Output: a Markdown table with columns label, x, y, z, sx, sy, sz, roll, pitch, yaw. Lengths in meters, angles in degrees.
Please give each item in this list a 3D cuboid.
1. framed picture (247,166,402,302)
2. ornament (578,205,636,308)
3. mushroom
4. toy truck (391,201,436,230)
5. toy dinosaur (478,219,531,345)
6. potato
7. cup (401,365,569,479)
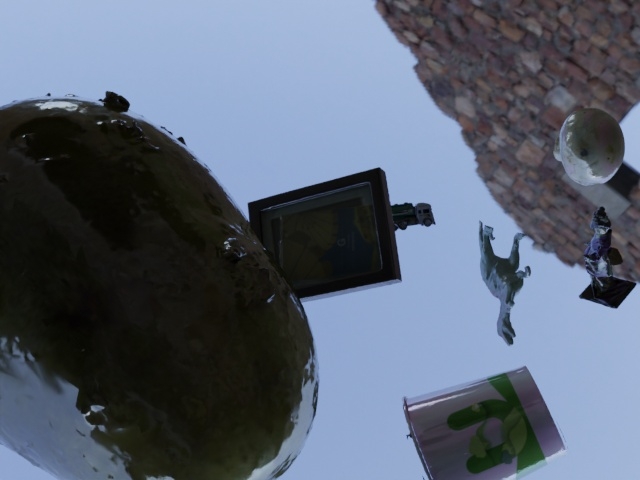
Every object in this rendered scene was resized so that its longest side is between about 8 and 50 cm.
| label | x | y | z | sx | sy | sz | roll | pitch | yaw |
| --- | --- | --- | --- | --- | --- | --- | --- | --- | --- |
| framed picture | 0.000 | 0.000 | 0.773 | 0.168 | 0.023 | 0.128 | -13 | -106 | 22 |
| ornament | 0.523 | 0.031 | 1.298 | 0.088 | 0.203 | 0.081 | 19 | -124 | 45 |
| mushroom | 0.291 | -0.102 | 0.752 | 0.083 | 0.067 | 0.084 | -5 | -82 | -39 |
| toy truck | 0.135 | -0.038 | 1.076 | 0.083 | 0.039 | 0.044 | -8 | -85 | 2 |
| toy dinosaur | 0.302 | 0.050 | 1.197 | 0.053 | 0.167 | 0.242 | 3 | -157 | -13 |
| potato | -0.153 | 0.040 | 0.521 | 0.359 | 0.219 | 0.270 | 26 | -90 | 22 |
| cup | 0.329 | 0.390 | 1.390 | 0.273 | 0.253 | 0.253 | -23 | -119 | 7 |
